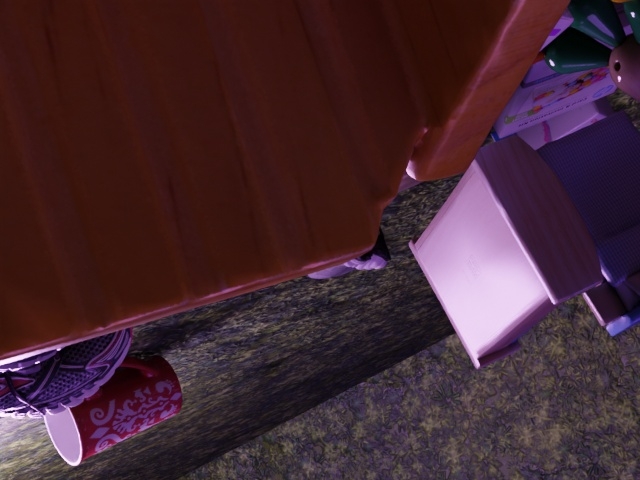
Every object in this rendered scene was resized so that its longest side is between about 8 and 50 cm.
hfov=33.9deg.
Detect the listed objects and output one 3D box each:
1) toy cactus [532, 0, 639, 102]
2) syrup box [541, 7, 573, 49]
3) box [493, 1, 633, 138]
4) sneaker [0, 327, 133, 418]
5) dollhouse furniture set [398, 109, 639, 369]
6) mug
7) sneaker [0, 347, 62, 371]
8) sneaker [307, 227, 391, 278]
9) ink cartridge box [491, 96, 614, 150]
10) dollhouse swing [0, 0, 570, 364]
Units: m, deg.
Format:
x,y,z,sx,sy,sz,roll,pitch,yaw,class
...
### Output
x,y,z,sx,sy,sz,roll,pitch,yaw,class
0.221,-0.168,0.808,0.219,0.180,0.112,-32,-161,55,toy cactus
0.067,-0.136,0.803,0.096,0.093,0.237,-10,159,-43,syrup box
0.254,-0.178,1.066,0.145,0.038,0.186,-22,166,-8,box
-0.321,0.121,1.005,0.299,0.120,0.112,-18,166,-24,sneaker
0.240,-0.070,0.951,0.304,0.286,0.198,-22,164,-19,dollhouse furniture set
-0.280,0.225,1.463,0.169,0.113,0.150,-18,166,-36,mug
-0.176,-0.004,0.865,0.180,0.124,0.321,-39,171,31,sneaker
0.000,0.000,1.164,0.108,0.100,0.271,-23,166,12,sneaker
0.276,-0.132,1.229,0.122,0.052,0.089,-34,163,26,ink cartridge box
-0.060,-0.152,0.230,0.347,0.315,0.305,-15,173,-31,dollhouse swing
